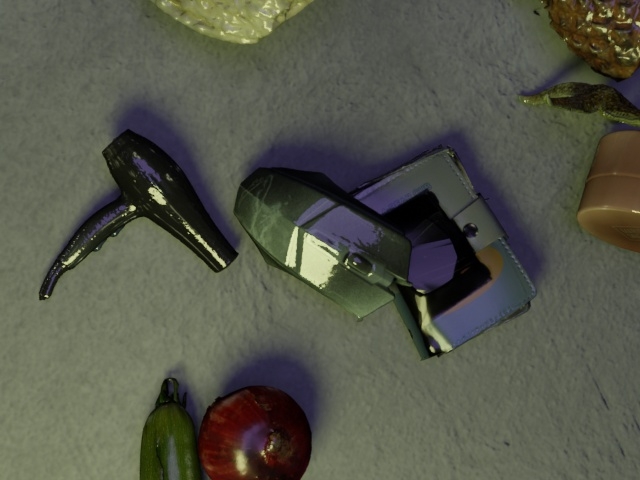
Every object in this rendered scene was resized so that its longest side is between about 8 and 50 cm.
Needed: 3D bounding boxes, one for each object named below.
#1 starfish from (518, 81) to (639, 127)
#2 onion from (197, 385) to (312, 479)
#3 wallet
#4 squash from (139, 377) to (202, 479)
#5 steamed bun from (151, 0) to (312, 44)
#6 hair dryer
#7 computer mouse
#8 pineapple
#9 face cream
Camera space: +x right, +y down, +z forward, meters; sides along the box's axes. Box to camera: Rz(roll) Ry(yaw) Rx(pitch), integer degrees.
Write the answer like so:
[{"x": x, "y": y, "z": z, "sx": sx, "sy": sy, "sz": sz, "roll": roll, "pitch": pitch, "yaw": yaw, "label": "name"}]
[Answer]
[{"x": 0.333, "y": -0.162, "z": 1.343, "sx": 0.217, "sy": 0.223, "sz": 0.050, "roll": -9, "pitch": 107, "yaw": -47, "label": "starfish"}, {"x": -0.072, "y": 0.222, "z": 1.235, "sx": 0.131, "sy": 0.131, "sz": 0.131, "roll": 2, "pitch": 81, "yaw": -10, "label": "onion"}, {"x": 0.142, "y": 0.009, "z": 1.337, "sx": 0.170, "sy": 0.069, "sz": 0.231, "roll": -28, "pitch": 85, "yaw": -8, "label": "wallet"}, {"x": -0.152, "y": 0.311, "z": 1.231, "sx": 0.080, "sy": 0.071, "sz": 0.318, "roll": -13, "pitch": 83, "yaw": -7, "label": "squash"}, {"x": -0.095, "y": -0.382, "z": 1.286, "sx": 0.290, "sy": 0.273, "sz": 0.272, "roll": 48, "pitch": 119, "yaw": 3, "label": "steamed bun"}, {"x": -0.228, "y": 0.005, "z": 1.283, "sx": 0.219, "sy": 0.075, "sz": 0.195, "roll": -41, "pitch": 99, "yaw": -3, "label": "hair dryer"}, {"x": 0.001, "y": -0.002, "z": 1.284, "sx": 0.231, "sy": 0.071, "sz": 0.126, "roll": 35, "pitch": 94, "yaw": 8, "label": "computer mouse"}, {"x": 0.310, "y": -0.325, "z": 1.385, "sx": 0.279, "sy": 0.158, "sz": 0.158, "roll": 39, "pitch": 76, "yaw": 8, "label": "pineapple"}, {"x": 0.394, "y": -0.055, "z": 1.349, "sx": 0.149, "sy": 0.149, "sz": 0.104, "roll": 21, "pitch": 77, "yaw": -6, "label": "face cream"}]
